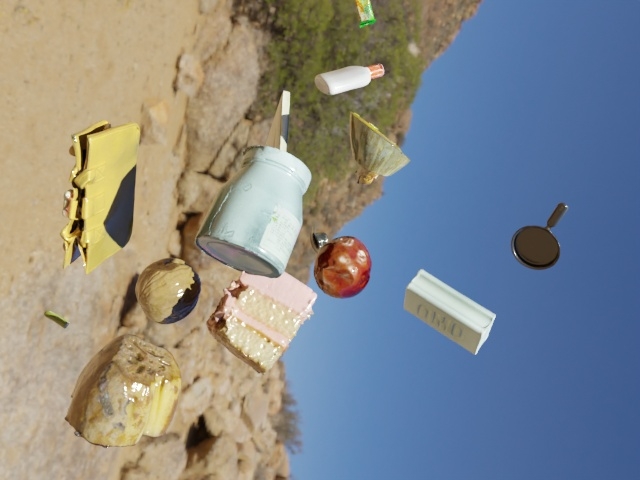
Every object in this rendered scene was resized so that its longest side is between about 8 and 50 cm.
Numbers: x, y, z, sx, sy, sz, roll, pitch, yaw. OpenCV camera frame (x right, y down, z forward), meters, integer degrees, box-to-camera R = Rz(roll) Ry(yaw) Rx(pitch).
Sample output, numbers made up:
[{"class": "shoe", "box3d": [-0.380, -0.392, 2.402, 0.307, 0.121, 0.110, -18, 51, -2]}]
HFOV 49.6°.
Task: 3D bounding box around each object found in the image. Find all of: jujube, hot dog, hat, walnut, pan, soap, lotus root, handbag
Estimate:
[{"class": "jujube", "box3d": [0.068, 0.066, 1.880, 0.236, 0.168, 0.168, -37, 142, -73]}, {"class": "hot dog", "box3d": [0.183, -0.259, 2.317, 0.131, 0.069, 0.253, -48, 178, -20]}, {"class": "hat", "box3d": [0.000, 0.000, 2.431, 0.121, 0.050, 0.121, 163, -90, -78]}, {"class": "walnut", "box3d": [-0.513, 0.170, 2.357, 0.228, 0.228, 0.228, -167, -90, -83]}, {"class": "pan", "box3d": [0.606, -0.017, 1.869, 0.028, 0.136, 0.235, -42, 160, -44]}, {"class": "soap", "box3d": [0.386, 0.217, 2.101, 0.087, 0.265, 0.160, -48, 158, -23]}, {"class": "lotus root", "box3d": [-0.531, 0.427, 1.949, 0.250, 0.316, 0.316, -60, -168, 18]}, {"class": "handbag", "box3d": [-0.631, -0.133, 1.955, 0.283, 0.133, 0.401, -72, 174, -69]}]

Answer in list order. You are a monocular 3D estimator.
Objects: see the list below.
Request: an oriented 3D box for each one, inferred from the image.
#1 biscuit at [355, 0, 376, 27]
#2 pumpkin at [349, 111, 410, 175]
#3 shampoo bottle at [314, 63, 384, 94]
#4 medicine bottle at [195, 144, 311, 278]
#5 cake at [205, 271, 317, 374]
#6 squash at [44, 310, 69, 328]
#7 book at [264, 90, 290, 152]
[{"class": "biscuit", "box3d": [0.112, -0.600, 1.791, 0.016, 0.046, 0.089, -79, 154, -69]}, {"class": "pumpkin", "box3d": [0.149, -0.259, 1.957, 0.110, 0.217, 0.217, -58, -168, 13]}, {"class": "shampoo bottle", "box3d": [0.097, -0.507, 2.151, 0.108, 0.220, 0.051, 43, -35, 44]}, {"class": "medicine bottle", "box3d": [-0.163, -0.079, 1.816, 0.245, 0.245, 0.290, 122, -12, -70]}, {"class": "cake", "box3d": [-0.201, 0.248, 2.305, 0.307, 0.293, 0.314, -55, -178, -15]}, {"class": "squash", "box3d": [-0.844, 0.249, 2.210, 0.027, 0.083, 0.027, -57, 180, 0]}, {"class": "book", "box3d": [-0.147, -0.269, 2.215, 0.379, 0.031, 0.264, 121, -28, -65]}]
